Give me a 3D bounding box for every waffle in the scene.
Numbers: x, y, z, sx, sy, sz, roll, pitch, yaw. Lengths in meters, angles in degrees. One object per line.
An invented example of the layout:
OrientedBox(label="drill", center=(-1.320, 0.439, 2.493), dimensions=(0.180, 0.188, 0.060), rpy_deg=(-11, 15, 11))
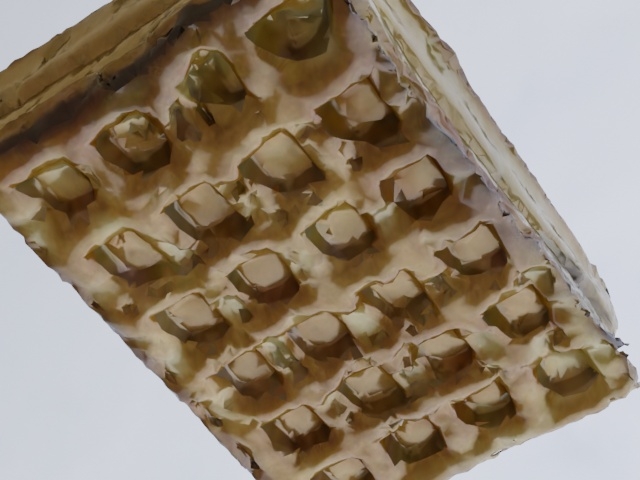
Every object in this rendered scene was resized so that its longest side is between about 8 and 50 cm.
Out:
OrientedBox(label="waffle", center=(0.000, -0.001, 0.557), dimensions=(0.213, 0.308, 0.091), rpy_deg=(-30, -149, 18))
